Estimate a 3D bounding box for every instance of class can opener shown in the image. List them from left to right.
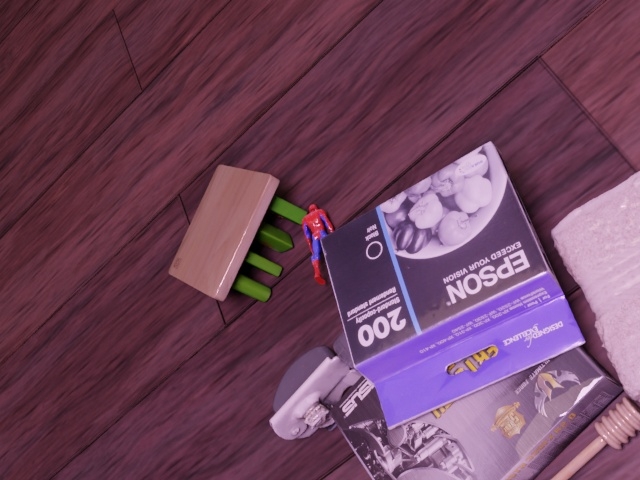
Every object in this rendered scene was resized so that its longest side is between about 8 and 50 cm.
[{"bbox_3d":[0.042,0.104,0.900,0.280,0.074,0.093,-46,49,13],"label":"can opener"}]

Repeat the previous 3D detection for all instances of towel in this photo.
[{"bbox_3d":[0.348,-0.002,0.712,0.282,0.049,0.187,-33,51,24],"label":"towel"}]

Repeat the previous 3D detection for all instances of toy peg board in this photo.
[{"bbox_3d":[-0.101,-0.002,1.083,0.160,0.079,0.161,17,80,59],"label":"toy peg board"}]

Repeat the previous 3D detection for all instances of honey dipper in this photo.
[{"bbox_3d":[0.218,0.201,0.740,0.161,0.030,0.030,-49,47,14],"label":"honey dipper"}]

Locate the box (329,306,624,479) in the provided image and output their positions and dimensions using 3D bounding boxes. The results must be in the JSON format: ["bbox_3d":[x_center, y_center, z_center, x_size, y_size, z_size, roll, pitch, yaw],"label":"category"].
[{"bbox_3d":[0.138,0.153,0.809,0.231,0.056,0.183,-48,47,12],"label":"box"}]

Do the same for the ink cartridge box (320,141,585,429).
[{"bbox_3d":[0.112,0.042,0.802,0.206,0.045,0.208,-30,57,21],"label":"ink cartridge box"}]

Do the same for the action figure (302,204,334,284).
[{"bbox_3d":[0.000,0.000,1.016,0.038,0.030,0.115,-30,49,20],"label":"action figure"}]
